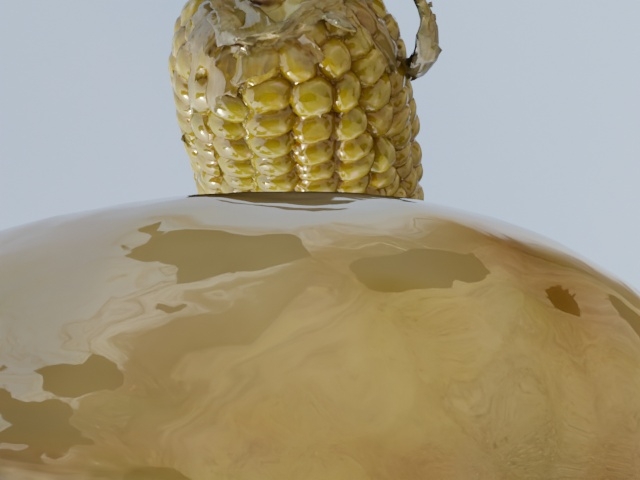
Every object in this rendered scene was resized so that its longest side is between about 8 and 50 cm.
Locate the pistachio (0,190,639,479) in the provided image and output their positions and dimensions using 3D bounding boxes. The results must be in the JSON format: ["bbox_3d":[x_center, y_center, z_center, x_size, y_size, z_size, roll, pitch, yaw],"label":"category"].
[{"bbox_3d":[-0.037,0.102,0.402,0.238,0.321,0.229,63,-150,-67],"label":"pistachio"}]

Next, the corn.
[{"bbox_3d":[0.000,0.000,0.750,0.293,0.106,0.106,82,-157,-47],"label":"corn"}]
